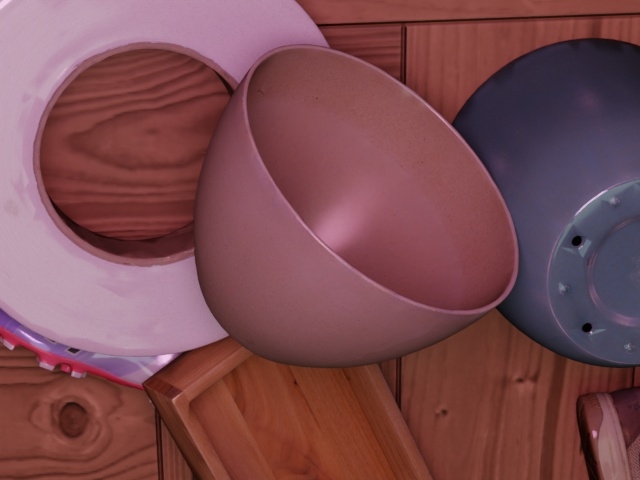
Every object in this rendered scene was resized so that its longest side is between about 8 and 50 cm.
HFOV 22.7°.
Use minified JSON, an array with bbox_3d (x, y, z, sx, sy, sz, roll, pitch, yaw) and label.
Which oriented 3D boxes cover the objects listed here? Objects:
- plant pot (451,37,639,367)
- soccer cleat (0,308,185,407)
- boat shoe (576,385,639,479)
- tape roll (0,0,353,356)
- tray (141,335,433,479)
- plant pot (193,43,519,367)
[{"bbox_3d":[0.271,-0.017,1.483,0.293,0.235,0.293,-3,112,-6],"label":"plant pot"},{"bbox_3d":[-0.206,0.097,1.563,0.248,0.083,0.095,23,85,-13],"label":"soccer cleat"},{"bbox_3d":[0.365,0.305,1.696,0.123,0.123,0.342,-16,107,1],"label":"boat shoe"},{"bbox_3d":[-0.164,-0.083,1.452,0.392,0.072,0.392,-5,108,-14],"label":"tape roll"},{"bbox_3d":[0.002,0.253,1.605,0.203,0.076,0.411,-36,117,-22],"label":"tray"},{"bbox_3d":[0.000,0.000,1.366,0.284,0.284,0.191,32,125,-18],"label":"plant pot"}]
